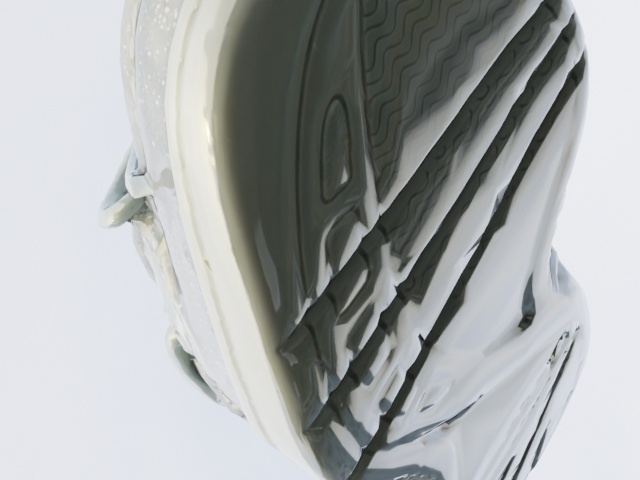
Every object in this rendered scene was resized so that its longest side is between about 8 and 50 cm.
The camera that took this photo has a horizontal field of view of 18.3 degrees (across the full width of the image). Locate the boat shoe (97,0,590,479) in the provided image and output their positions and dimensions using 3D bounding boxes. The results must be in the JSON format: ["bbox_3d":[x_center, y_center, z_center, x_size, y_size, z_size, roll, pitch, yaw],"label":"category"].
[{"bbox_3d":[0.002,-0.002,0.510,0.118,0.103,0.320,-58,-21,-11],"label":"boat shoe"}]
